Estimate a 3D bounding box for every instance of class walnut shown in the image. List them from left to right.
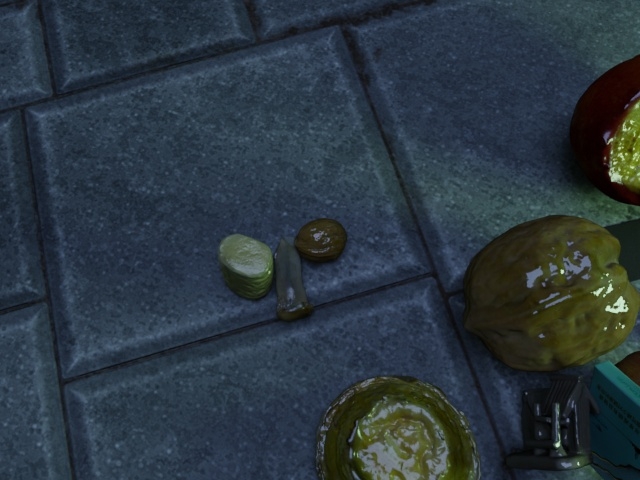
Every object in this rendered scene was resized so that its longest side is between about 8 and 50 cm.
[{"bbox_3d":[0.000,0.000,1.535,0.124,0.105,0.105,-2,67,-17],"label":"walnut"},{"bbox_3d":[0.451,0.114,1.373,0.343,0.306,0.306,-24,68,0],"label":"walnut"}]

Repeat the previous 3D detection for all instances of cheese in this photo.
[{"bbox_3d":[-0.160,0.058,1.481,0.123,0.167,0.094,30,68,11],"label":"cheese"}]

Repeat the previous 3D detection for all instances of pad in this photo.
[{"bbox_3d":[0.717,0.022,1.546,0.211,0.003,0.143,-12,68,-3],"label":"pad"}]

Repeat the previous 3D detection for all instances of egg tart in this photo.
[{"bbox_3d":[0.155,0.426,1.339,0.345,0.132,0.345,0,67,0],"label":"egg tart"}]

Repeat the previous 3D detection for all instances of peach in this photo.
[{"bbox_3d":[0.755,-0.254,1.494,0.405,0.310,0.335,-24,106,4],"label":"peach"}]

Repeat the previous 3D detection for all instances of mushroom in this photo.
[{"bbox_3d":[-0.066,0.081,1.525,0.084,0.071,0.209,-5,64,-5],"label":"mushroom"}]

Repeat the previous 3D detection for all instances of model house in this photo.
[{"bbox_3d":[0.450,0.353,1.306,0.122,0.229,0.188,13,72,-10],"label":"model house"}]

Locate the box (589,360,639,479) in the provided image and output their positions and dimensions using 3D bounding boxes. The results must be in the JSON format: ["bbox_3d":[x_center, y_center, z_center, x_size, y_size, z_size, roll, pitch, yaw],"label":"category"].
[{"bbox_3d":[0.562,0.363,1.266,0.041,0.229,0.162,-13,32,-17],"label":"box"}]

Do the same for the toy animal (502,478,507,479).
[{"bbox_3d":[0.395,0.579,1.289,0.148,0.084,0.233,-31,66,-11],"label":"toy animal"}]

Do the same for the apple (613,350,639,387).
[{"bbox_3d":[0.651,0.313,1.331,0.188,0.188,0.174,-31,57,-10],"label":"apple"}]
